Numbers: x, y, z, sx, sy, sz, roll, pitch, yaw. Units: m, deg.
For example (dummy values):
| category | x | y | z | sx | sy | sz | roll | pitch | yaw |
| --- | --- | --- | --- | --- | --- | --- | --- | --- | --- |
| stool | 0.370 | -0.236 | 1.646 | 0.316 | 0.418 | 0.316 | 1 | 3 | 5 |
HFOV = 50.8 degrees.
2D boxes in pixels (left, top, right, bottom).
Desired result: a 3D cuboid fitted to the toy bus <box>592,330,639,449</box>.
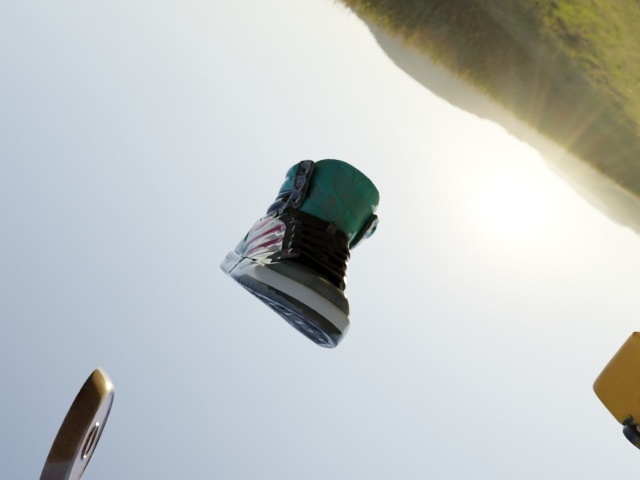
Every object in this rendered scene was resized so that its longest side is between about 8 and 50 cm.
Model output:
| category | x | y | z | sx | sy | sz | roll | pitch | yaw |
| --- | --- | --- | --- | --- | --- | --- | --- | --- | --- |
| toy bus | 0.491 | 0.259 | 0.828 | 0.130 | 0.108 | 0.333 | 11 | -152 | -35 |

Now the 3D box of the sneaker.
| category | x | y | z | sx | sy | sz | roll | pitch | yaw |
| --- | --- | --- | --- | --- | --- | --- | --- | --- | --- |
| sneaker | 0.000 | 0.000 | 0.708 | 0.124 | 0.178 | 0.295 | 40 | 173 | -19 |

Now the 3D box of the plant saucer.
| category | x | y | z | sx | sy | sz | roll | pitch | yaw |
| --- | --- | --- | --- | --- | --- | --- | --- | --- | --- |
| plant saucer | -0.285 | 0.234 | 0.801 | 0.029 | 0.168 | 0.168 | 20 | -159 | -4 |
